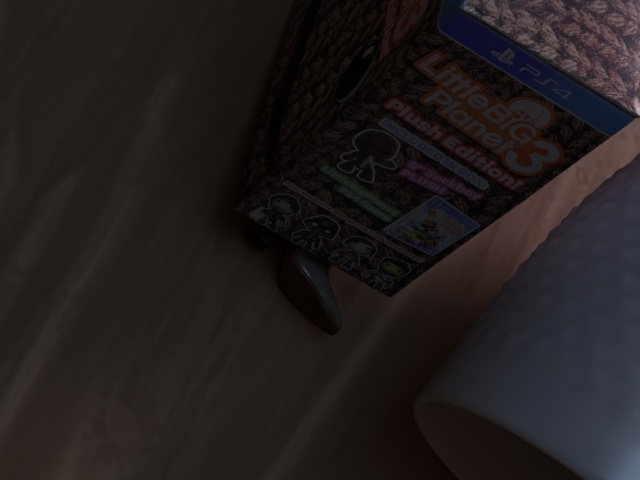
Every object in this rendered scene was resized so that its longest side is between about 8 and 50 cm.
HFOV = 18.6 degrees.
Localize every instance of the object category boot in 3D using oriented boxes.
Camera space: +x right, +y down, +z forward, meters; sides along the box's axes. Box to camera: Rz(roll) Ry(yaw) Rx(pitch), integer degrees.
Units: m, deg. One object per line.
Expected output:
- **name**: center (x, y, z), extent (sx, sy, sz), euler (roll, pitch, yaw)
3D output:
- **boot**: center (0.000, 0.000, 1.444), extent (0.087, 0.042, 0.118), euler (-41, 97, -33)

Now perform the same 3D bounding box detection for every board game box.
- **board game box**: center (0.092, -0.137, 1.363), extent (0.141, 0.291, 0.232), euler (29, 52, -19)

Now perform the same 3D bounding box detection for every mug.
- **mug**: center (0.287, 0.100, 1.431), extent (0.328, 0.276, 0.374), euler (-50, 144, -15)
